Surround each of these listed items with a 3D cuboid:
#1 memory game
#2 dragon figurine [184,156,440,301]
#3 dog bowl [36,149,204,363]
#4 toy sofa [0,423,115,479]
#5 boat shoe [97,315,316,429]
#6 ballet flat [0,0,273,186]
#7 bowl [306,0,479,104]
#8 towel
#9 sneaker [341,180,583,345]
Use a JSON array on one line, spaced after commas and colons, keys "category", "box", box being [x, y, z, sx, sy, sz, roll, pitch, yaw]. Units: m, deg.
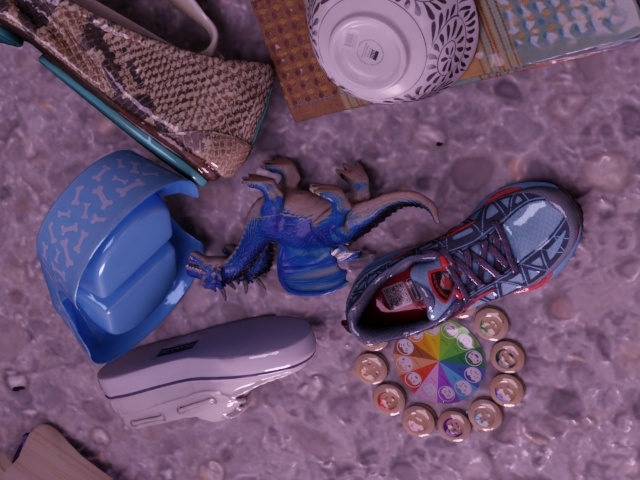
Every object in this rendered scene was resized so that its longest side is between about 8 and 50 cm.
[{"category": "memory game", "box": [0.120, 0.124, 1.955, 0.186, 0.012, 0.186, 8, 114, 17]}, {"category": "dragon figurine", "box": [0.000, 0.000, 1.904, 0.289, 0.085, 0.144, 5, 115, 23]}, {"category": "dog bowl", "box": [-0.202, 0.013, 1.902, 0.074, 0.166, 0.297, 41, 162, 15]}, {"category": "toy sofa", "box": [-0.239, 0.383, 2.128, 0.363, 0.177, 0.150, 32, 143, 9]}, {"category": "boat shoe", "box": [-0.112, 0.148, 2.007, 0.268, 0.096, 0.088, -15, 110, 26]}, {"category": "ballet flat", "box": [-0.262, -0.233, 1.877, 0.483, 0.164, 0.182, 28, 87, 2]}, {"category": "bowl", "box": [0.055, -0.188, 1.758, 0.170, 0.080, 0.170, 9, 122, 15]}, {"category": "towel", "box": [0.096, -0.272, 1.784, 0.370, 0.040, 0.271, -12, 106, 26]}, {"category": "sneaker", "box": [0.137, 0.036, 1.840, 0.262, 0.125, 0.104, -31, 95, 23]}]
